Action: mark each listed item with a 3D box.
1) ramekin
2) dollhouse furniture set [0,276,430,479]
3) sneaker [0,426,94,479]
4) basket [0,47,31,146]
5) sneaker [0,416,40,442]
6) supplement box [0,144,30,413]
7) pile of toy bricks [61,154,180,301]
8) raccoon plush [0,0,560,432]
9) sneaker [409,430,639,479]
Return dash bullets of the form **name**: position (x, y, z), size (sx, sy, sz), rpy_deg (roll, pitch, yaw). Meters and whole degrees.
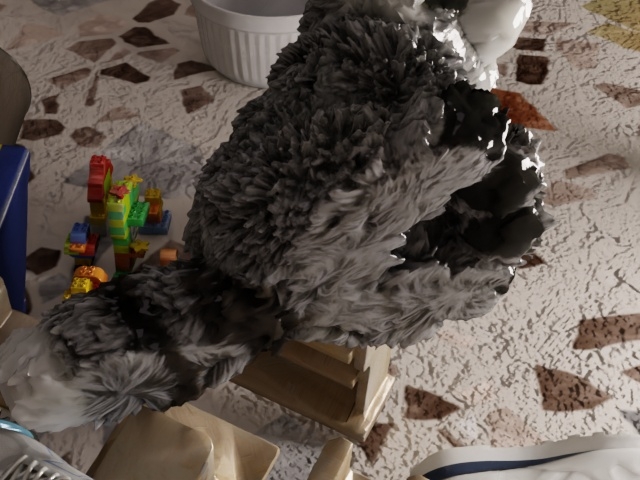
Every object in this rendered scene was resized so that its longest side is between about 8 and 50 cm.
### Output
- **ramekin**: position (-0.056, -0.273, 1.823), size (0.207, 0.109, 0.207), rpy_deg (0, 36, 0)
- **dollhouse furniture set**: position (-0.092, 0.171, 1.147), size (0.362, 0.256, 0.394), rpy_deg (23, 59, 12)
- **sneaker**: position (-0.167, 0.166, 0.945), size (0.190, 0.083, 0.071), rpy_deg (29, 61, 17)
- **basket**: position (-0.408, -0.101, 1.560), size (0.204, 0.154, 0.227), rpy_deg (15, 36, -20)
- **sneaker**: position (-0.332, 0.227, 1.182), size (0.262, 0.104, 0.125), rpy_deg (-16, 71, -37)
- **supplement box**: position (-0.445, 0.025, 1.294), size (0.356, 0.194, 0.195), rpy_deg (5, 24, -5)
- **pile of toy bricks**: position (-0.196, -0.015, 1.476), size (0.118, 0.105, 0.212), rpy_deg (2, 37, 3)
- **raccoon plush**: position (-0.046, -0.083, 1.053), size (0.446, 0.216, 0.299), rpy_deg (-14, 51, -12)
- **sneaker**: position (0.189, 0.215, 1.194), size (0.235, 0.090, 0.095), rpy_deg (-8, 51, -5)
